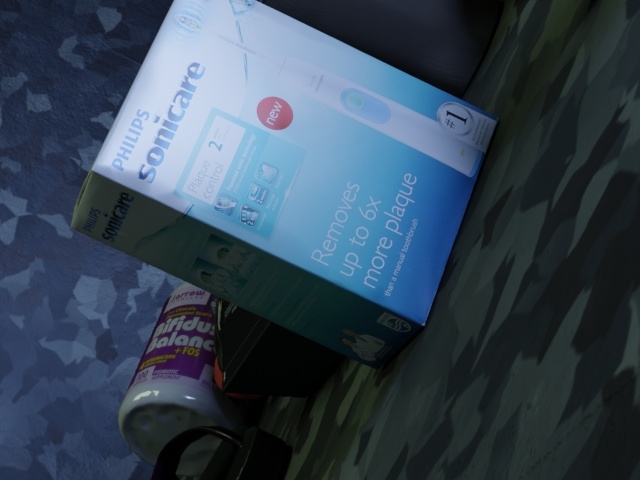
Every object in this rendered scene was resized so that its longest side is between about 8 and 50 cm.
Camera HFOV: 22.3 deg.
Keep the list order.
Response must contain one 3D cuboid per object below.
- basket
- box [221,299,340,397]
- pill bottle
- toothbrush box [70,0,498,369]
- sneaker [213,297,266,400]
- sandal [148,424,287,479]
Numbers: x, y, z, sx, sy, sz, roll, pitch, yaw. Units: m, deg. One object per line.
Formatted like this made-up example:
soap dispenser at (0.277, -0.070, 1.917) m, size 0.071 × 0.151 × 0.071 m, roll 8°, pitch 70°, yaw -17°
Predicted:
basket at (0.056, -0.236, 1.671) m, size 0.204 × 0.227 × 0.154 m, roll -75°, pitch 10°, yaw -59°
box at (-0.026, 0.031, 1.662) m, size 0.261 × 0.103 × 0.184 m, roll 125°, pitch 149°, yaw -59°
pill bottle at (-0.150, 0.155, 2.187) m, size 0.301 × 0.169 × 0.169 m, roll -71°, pitch 9°, yaw -45°
toothbrush box at (-0.030, -0.058, 1.366) m, size 0.216 × 0.295 × 0.126 m, roll -67°, pitch 6°, yaw -28°
sneaker at (-0.065, 0.060, 2.047) m, size 0.135 × 0.097 × 0.276 m, roll 84°, pitch -159°, yaw -55°
sandal at (-0.132, 0.269, 1.844) m, size 0.446 × 0.107 × 0.167 m, roll 132°, pitch 162°, yaw -72°
